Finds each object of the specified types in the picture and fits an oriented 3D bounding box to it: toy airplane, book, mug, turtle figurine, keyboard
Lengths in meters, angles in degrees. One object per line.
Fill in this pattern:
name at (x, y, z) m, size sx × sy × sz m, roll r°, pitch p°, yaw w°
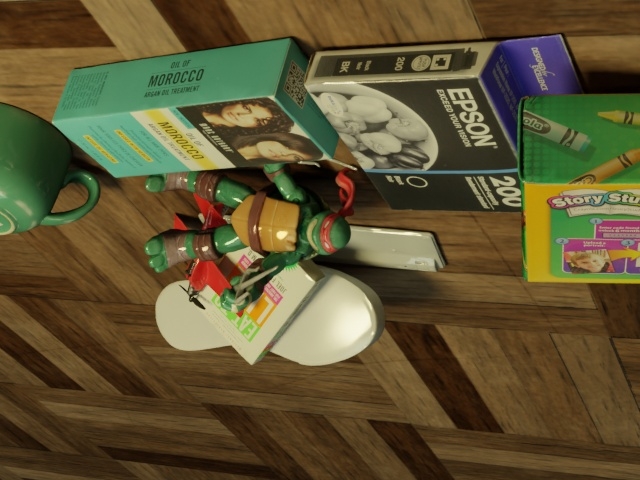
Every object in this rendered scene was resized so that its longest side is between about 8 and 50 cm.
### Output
toy airplane at (-0.116, 0.009, 1.406) m, size 0.028 × 0.151 × 0.151 m, roll -10°, pitch 172°, yaw -36°
book at (-0.063, 0.050, 1.420) m, size 0.096 × 0.035 × 0.144 m, roll 48°, pitch 129°, yaw 16°
mug at (-0.312, -0.062, 1.362) m, size 0.158 × 0.097 × 0.129 m, roll 9°, pitch 154°, yaw 13°
turtle figurine at (-0.057, -0.016, 1.272) m, size 0.234 × 0.175 × 0.118 m, roll 7°, pitch 172°, yaw 35°
keyboard at (0.000, 0.000, 1.424) m, size 0.256 × 0.014 × 0.072 m, roll 5°, pitch 148°, yaw 20°

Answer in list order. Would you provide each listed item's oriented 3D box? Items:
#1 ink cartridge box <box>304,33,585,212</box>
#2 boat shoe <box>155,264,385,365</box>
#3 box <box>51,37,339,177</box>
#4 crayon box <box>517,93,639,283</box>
ink cartridge box at (0.121, -0.090, 1.133) m, size 0.208 × 0.045 × 0.206 m, roll -1°, pitch 151°, yaw 26°
boat shoe at (-0.041, 0.077, 1.503) m, size 0.301 × 0.108 × 0.102 m, roll -6°, pitch -176°, yaw 39°
box at (-0.107, -0.111, 1.195) m, size 0.244 × 0.060 × 0.100 m, roll -3°, pitch 150°, yaw 33°
crayon box at (0.294, -0.036, 1.056) m, size 0.279 × 0.081 × 0.165 m, roll 1°, pitch 152°, yaw 10°
